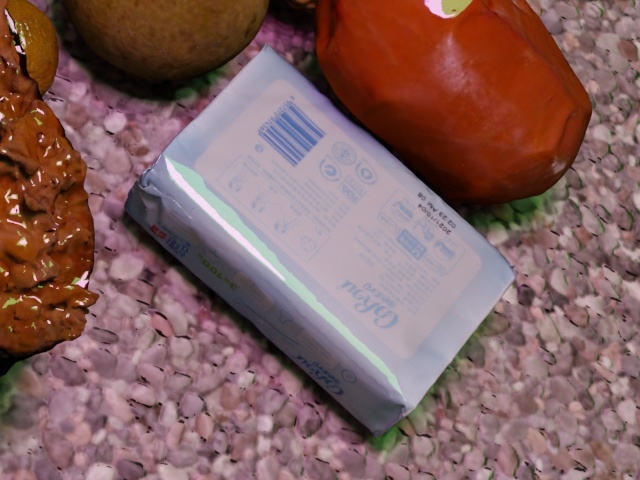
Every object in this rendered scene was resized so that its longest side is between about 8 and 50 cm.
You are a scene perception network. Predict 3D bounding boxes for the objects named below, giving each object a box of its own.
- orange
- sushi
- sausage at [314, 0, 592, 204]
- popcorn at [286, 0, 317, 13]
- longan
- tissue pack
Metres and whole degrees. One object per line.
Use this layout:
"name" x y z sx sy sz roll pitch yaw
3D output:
"orange" -0.236 -0.142 1.386 0.085 0.085 0.095 -22 53 -34
"sushi" -0.292 -0.058 1.226 0.234 0.207 0.348 -28 88 -27
"sausage" 0.105 -0.132 1.468 0.268 0.141 0.153 43 25 -35
"popcorn" 0.012 -0.276 1.518 0.197 0.197 0.155 -12 60 -31
"longan" -0.116 -0.201 1.425 0.154 0.176 0.145 -10 52 -19
"tissue pack" 0.000 0.000 1.422 0.263 0.089 0.177 42 54 -2
